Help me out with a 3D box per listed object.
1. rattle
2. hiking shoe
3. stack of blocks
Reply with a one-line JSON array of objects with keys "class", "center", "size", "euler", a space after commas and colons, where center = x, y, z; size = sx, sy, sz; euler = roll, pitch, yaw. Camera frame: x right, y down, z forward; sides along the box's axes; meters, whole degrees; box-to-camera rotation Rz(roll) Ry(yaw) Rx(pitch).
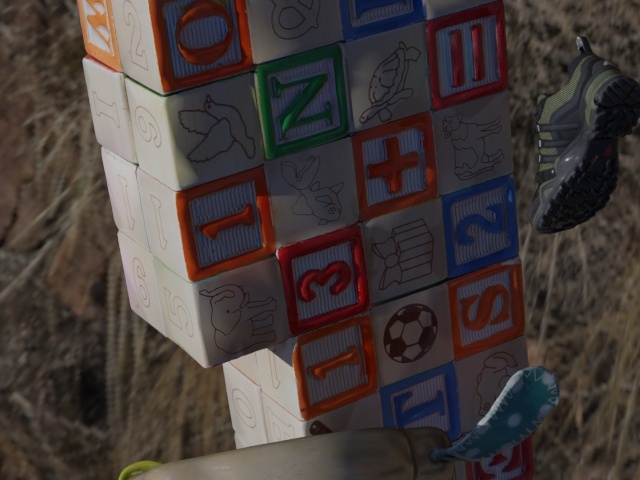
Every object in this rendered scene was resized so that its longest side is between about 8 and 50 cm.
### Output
[{"class": "rattle", "center": [0.021, 0.137, 0.702], "size": [0.199, 0.143, 0.130], "euler": [-4, 151, -23]}, {"class": "hiking shoe", "center": [0.282, -0.112, 1.853], "size": [0.086, 0.114, 0.227], "euler": [0, 130, -28]}, {"class": "stack of blocks", "center": [0.000, 0.000, 0.780], "size": [0.171, 0.087, 0.297], "euler": [-19, 116, -24]}]
